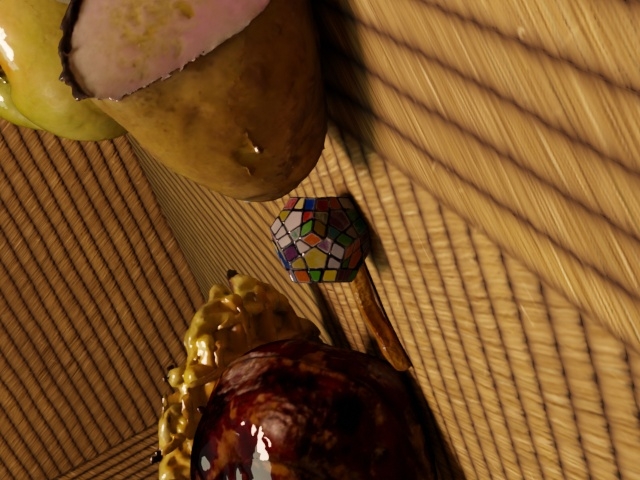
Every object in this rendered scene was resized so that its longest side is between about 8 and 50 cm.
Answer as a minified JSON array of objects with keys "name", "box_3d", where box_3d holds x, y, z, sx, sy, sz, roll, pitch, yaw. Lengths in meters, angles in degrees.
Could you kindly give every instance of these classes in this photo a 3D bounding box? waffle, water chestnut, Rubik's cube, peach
[{"name":"waffle","box_3d":[-0.099,0.258,1.582,0.095,0.379,0.382,3,152,35]},{"name":"water chestnut","box_3d":[0.008,0.271,1.400,0.335,0.347,0.335,16,121,30]},{"name":"Rubik's cube","box_3d":[0.000,0.000,1.158,0.093,0.111,0.111,38,-174,-37]},{"name":"peach","box_3d":[-0.349,-0.295,1.462,0.281,0.315,0.314,7,141,24]}]

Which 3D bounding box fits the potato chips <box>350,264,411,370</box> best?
[{"name":"potato chips","box_3d":[0.053,0.061,1.248,0.204,0.026,0.037,66,165,-18]}]

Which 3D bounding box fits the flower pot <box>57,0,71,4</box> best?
[{"name":"flower pot","box_3d":[-0.225,-0.315,1.081,0.203,0.212,0.212,15,-151,-44]}]

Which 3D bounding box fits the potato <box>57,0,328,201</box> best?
[{"name":"potato","box_3d":[-0.084,-0.147,0.975,0.229,0.229,0.266,55,-177,33]}]
